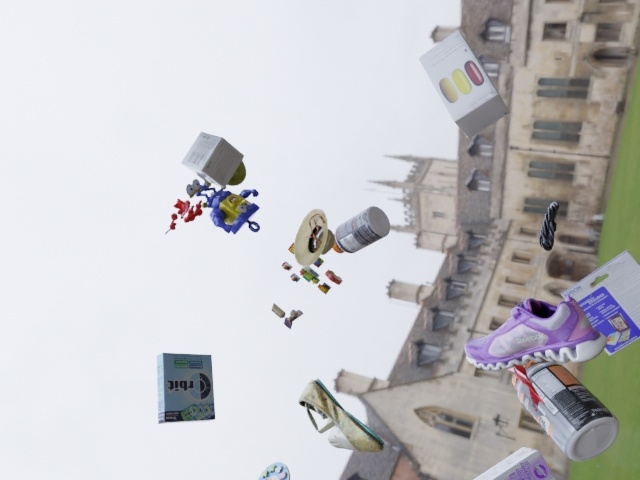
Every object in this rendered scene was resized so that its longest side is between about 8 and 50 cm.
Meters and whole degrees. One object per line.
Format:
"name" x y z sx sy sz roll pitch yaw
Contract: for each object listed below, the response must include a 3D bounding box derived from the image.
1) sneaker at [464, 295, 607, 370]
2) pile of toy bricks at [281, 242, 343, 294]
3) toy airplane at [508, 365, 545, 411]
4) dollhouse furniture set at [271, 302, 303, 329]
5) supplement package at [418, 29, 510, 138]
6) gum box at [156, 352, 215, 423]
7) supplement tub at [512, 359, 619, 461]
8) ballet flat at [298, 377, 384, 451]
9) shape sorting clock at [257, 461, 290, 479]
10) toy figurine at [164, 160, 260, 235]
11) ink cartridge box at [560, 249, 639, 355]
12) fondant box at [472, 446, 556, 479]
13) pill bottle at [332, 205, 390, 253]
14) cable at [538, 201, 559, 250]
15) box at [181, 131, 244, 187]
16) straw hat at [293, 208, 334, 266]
"sneaker" 0.340 0.149 0.917 0.095 0.236 0.104 -26 -87 -45
"pile of toy bricks" -0.040 0.106 1.820 0.118 0.212 0.105 -53 -7 8
"toy airplane" 0.517 0.356 1.385 0.151 0.028 0.151 63 179 1
"dollhouse furniture set" -0.120 0.252 2.069 0.081 0.114 0.091 -34 -28 -39
"supplement package" 0.404 -0.436 1.552 0.134 0.139 0.244 20 -137 -56
"gum box" -0.374 0.409 1.533 0.157 0.041 0.184 13 -122 -42
"supplement tub" 0.773 0.528 1.776 0.316 0.194 0.193 -122 24 -59
"ballet flat" 0.047 0.533 1.609 0.123 0.349 0.123 -14 -64 -30
"shape sorting clock" -0.176 0.866 1.901 0.040 0.206 0.206 32 -116 -23
"toy figurine" -0.269 -0.089 1.664 0.191 0.217 0.362 -57 -3 32
"ink cartridge box" 0.792 0.165 1.470 0.206 0.208 0.045 -39 -9 17
"fondant box" 0.576 0.821 1.674 0.330 0.238 0.096 -25 -10 -16
"pill bottle" 0.145 -0.030 2.158 0.131 0.246 0.130 21 -125 -34
"cable" 0.766 -0.047 1.837 0.184 0.047 0.150 -32 -48 -54
"box" -0.267 -0.201 1.372 0.087 0.101 0.102 40 -103 -45
"straw hat" 0.000 0.000 1.330 0.061 0.145 0.144 17 -97 -35
